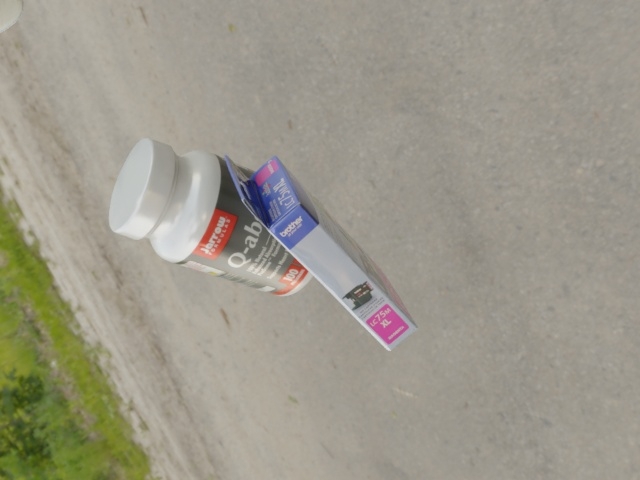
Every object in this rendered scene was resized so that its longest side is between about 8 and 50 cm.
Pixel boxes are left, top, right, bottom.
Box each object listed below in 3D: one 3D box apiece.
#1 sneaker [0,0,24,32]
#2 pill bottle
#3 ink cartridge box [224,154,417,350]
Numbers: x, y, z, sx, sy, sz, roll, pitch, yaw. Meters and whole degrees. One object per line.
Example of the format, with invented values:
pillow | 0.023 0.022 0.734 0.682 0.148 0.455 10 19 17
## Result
sneaker | -0.574 -0.339 1.092 0.091 0.258 0.094 27 133 40
pill bottle | -0.182 -0.040 1.301 0.210 0.362 0.210 -31 49 44
ink cartridge box | 0.000 0.000 0.975 0.311 0.065 0.186 44 -171 -27
